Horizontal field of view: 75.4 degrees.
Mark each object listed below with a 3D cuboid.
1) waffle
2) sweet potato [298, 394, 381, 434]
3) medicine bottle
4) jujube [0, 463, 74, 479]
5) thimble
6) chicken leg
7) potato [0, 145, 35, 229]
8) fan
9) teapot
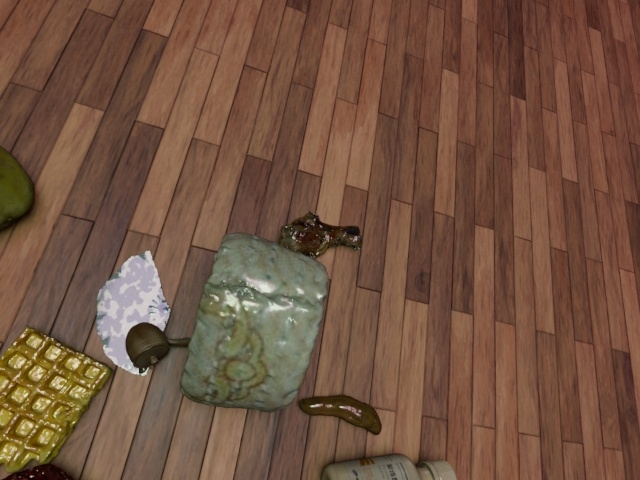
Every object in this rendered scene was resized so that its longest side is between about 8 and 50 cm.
[{"bbox_3d":[-0.470,0.269,0.671,0.160,0.055,0.211,29,64,-7],"label":"waffle"},{"bbox_3d":[0.045,0.337,0.825,0.182,0.054,0.053,20,57,-9],"label":"sweet potato"},{"bbox_3d":[0.133,0.464,0.775,0.252,0.114,0.114,2,71,-18],"label":"medicine bottle"},{"bbox_3d":[-0.387,0.441,0.593,0.168,0.168,0.236,-28,72,-25],"label":"jujube"},{"bbox_3d":[-0.110,0.136,0.714,0.195,0.291,0.291,16,67,-12],"label":"thimble"},{"bbox_3d":[-0.003,-0.007,0.925,0.196,0.080,0.125,-24,90,-32],"label":"chicken leg"},{"bbox_3d":[-0.630,-0.104,0.704,0.228,0.148,0.197,45,49,4],"label":"potato"},{"bbox_3d":[-0.353,0.133,0.786,0.131,0.009,0.240,1,71,-18],"label":"fan"},{"bbox_3d":[-0.297,0.193,0.756,0.110,0.085,0.080,-5,47,-48],"label":"teapot"}]
